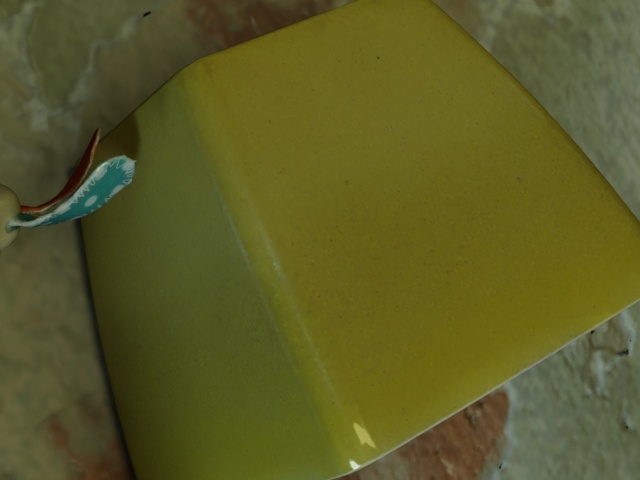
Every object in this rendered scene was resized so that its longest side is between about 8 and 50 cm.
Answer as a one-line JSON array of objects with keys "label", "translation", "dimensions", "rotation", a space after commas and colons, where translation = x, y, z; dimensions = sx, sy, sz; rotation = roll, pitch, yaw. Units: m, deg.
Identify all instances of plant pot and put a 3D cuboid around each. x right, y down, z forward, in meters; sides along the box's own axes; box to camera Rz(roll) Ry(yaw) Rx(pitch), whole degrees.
[{"label": "plant pot", "translation": [0.000, 0.000, 0.757], "dimensions": [0.212, 0.212, 0.187], "rotation": [-27, 88, -34]}]

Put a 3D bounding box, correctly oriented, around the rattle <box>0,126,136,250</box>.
[{"label": "rattle", "translation": [-0.169, 0.037, 0.684], "dimensions": [0.199, 0.130, 0.143], "rotation": [-16, 95, -46]}]
